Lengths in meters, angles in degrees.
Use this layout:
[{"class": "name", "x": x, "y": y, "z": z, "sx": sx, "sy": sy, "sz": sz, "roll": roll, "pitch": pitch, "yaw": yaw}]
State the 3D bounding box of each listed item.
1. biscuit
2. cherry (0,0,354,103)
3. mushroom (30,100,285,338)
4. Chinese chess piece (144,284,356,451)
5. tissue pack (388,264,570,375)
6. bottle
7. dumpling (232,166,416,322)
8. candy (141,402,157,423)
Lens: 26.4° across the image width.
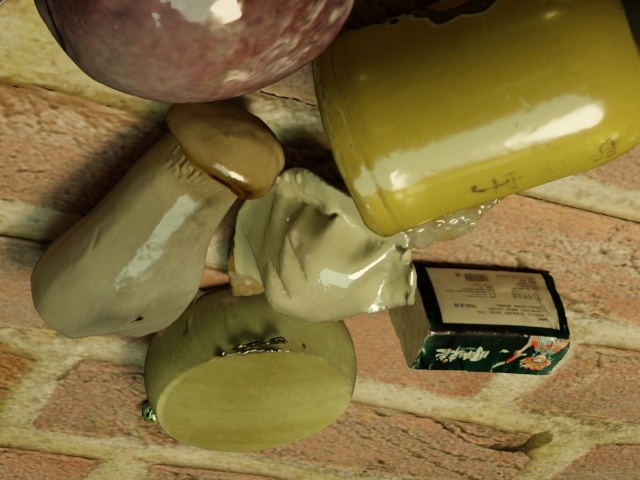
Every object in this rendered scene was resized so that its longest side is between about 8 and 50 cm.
[{"class": "biscuit", "x": 0.027, "y": -0.028, "z": 1.304, "sx": 0.290, "sy": 0.038, "sz": 0.141, "roll": -16, "pitch": 139, "yaw": 12}, {"class": "cherry", "x": -0.088, "y": -0.192, "z": 0.937, "sx": 0.266, "sy": 0.183, "sz": 0.213, "roll": 1, "pitch": 154, "yaw": -41}, {"class": "mushroom", "x": -0.143, "y": -0.015, "z": 1.240, "sx": 0.159, "sy": 0.122, "sz": 0.328, "roll": -26, "pitch": 165, "yaw": -49}, {"class": "Chinese chess piece", "x": -0.073, "y": 0.137, "z": 1.460, "sx": 0.238, "sy": 0.092, "sz": 0.237, "roll": -5, "pitch": 144, "yaw": -4}, {"class": "tissue pack", "x": 0.169, "y": 0.085, "z": 1.438, "sx": 0.170, "sy": 0.103, "sz": 0.090, "roll": 4, "pitch": 135, "yaw": -18}, {"class": "bottle", "x": 0.182, "y": -0.134, "z": 1.084, "sx": 0.351, "sy": 0.171, "sz": 0.171, "roll": -18, "pitch": 143, "yaw": 11}, {"class": "dumpling", "x": -0.003, "y": 0.001, "z": 1.232, "sx": 0.181, "sy": 0.111, "sz": 0.155, "roll": -5, "pitch": 120, "yaw": 9}, {"class": "candy", "x": -0.186, "y": 0.177, "z": 1.553, "sx": 0.023, "sy": 0.025, "sz": 0.083, "roll": 12, "pitch": 128, "yaw": -9}]
